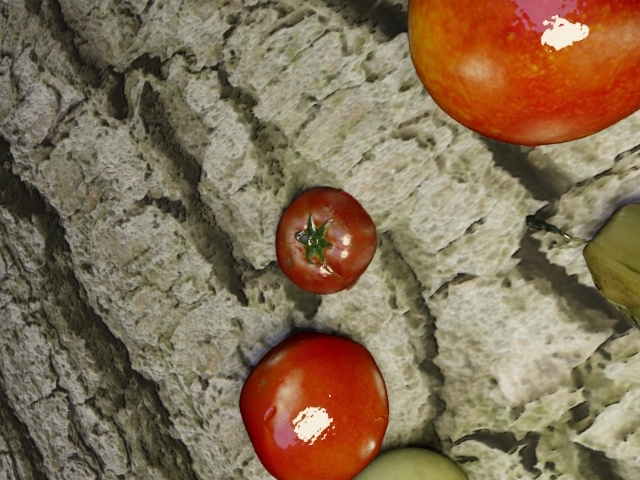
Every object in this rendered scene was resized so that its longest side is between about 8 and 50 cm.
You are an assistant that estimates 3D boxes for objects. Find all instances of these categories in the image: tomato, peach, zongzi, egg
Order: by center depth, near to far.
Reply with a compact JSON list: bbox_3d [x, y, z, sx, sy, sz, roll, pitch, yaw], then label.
[{"bbox_3d":[0.483,0.063,0.855,0.447,0.418,0.181,42,102,15],"label":"zongzi"},{"bbox_3d":[0.324,-0.310,0.898,0.389,0.388,0.387,3,96,28],"label":"peach"},{"bbox_3d":[0.148,0.494,1.172,0.295,0.219,0.218,-29,80,43],"label":"egg"},{"bbox_3d":[-0.026,0.307,1.205,0.299,0.226,0.298,-30,45,36],"label":"tomato"},{"bbox_3d":[-0.003,0.001,1.282,0.225,0.085,0.224,1,92,30],"label":"tomato"}]
